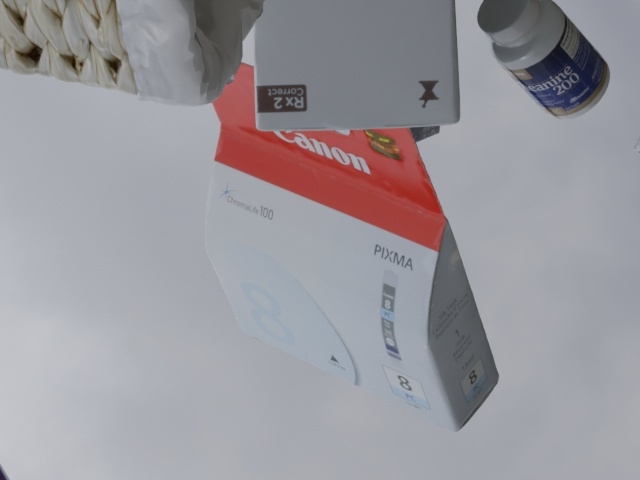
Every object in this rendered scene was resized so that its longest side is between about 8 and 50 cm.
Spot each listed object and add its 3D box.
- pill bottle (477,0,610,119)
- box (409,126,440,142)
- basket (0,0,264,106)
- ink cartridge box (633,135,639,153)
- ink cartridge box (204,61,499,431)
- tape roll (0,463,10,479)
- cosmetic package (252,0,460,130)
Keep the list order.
[{"bbox_3d":[0.179,-0.155,1.465,0.120,0.067,0.067,40,-138,-40],"label":"pill bottle"},{"bbox_3d":[0.092,-0.155,1.982,0.052,0.062,0.083,-25,-111,-11],"label":"box"},{"bbox_3d":[-0.152,-0.297,0.981,0.331,0.266,0.328,-69,-21,-46],"label":"basket"},{"bbox_3d":[0.400,-0.150,1.042,0.279,0.160,0.384,27,-89,-19],"label":"ink cartridge box"},{"bbox_3d":[0.000,0.000,1.809,0.091,0.308,0.385,-48,-40,-23],"label":"ink cartridge box"},{"bbox_3d":[-0.262,0.185,1.040,0.080,0.189,0.189,63,-144,-19],"label":"tape roll"},{"bbox_3d":[0.027,-0.164,1.390,0.183,0.151,0.151,-75,-17,-84],"label":"cosmetic package"}]
